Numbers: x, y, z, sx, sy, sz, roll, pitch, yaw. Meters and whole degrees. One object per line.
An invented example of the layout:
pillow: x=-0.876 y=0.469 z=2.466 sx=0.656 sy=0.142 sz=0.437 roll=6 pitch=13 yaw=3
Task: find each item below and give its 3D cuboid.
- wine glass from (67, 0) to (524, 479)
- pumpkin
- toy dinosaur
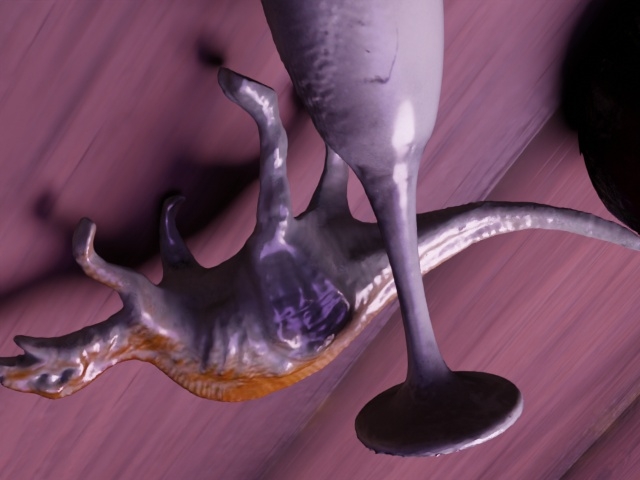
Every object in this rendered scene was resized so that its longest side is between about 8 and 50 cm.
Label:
wine glass: x=-0.047 y=-0.025 z=0.587 sx=0.264 sy=0.096 sz=0.309 roll=-14 pitch=106 yaw=-5
pumpkin: x=0.299 y=-0.100 z=0.816 sx=0.233 sy=0.163 sz=0.233 roll=-24 pitch=142 yaw=-20
toy dinosaur: x=0.000 y=0.000 z=0.690 sx=0.393 sy=0.092 sz=0.205 roll=0 pitch=99 yaw=-13
